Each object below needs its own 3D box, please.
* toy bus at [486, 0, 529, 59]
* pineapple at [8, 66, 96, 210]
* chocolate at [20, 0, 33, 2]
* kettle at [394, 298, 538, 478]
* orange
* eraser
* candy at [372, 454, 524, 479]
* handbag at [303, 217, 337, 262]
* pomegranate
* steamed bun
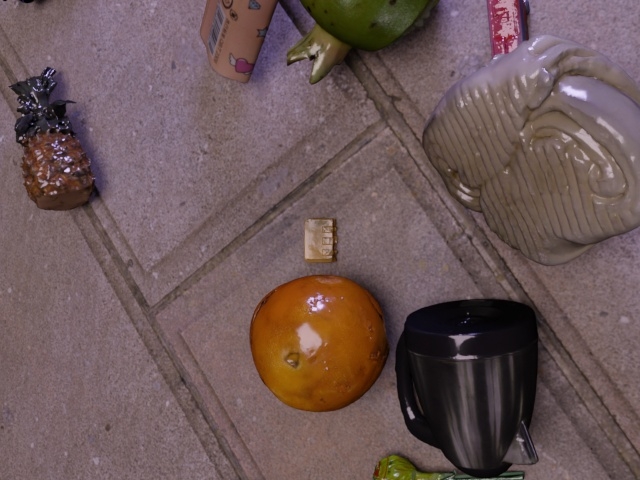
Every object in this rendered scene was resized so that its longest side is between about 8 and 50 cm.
[{"bbox_3d":[0.299,-0.332,1.107,0.065,0.077,0.192,-6,90,27],"label":"toy bus"},{"bbox_3d":[-0.576,-0.226,1.489,0.170,0.141,0.310,-26,75,28],"label":"pineapple"},{"bbox_3d":[-0.578,-0.614,1.467,0.343,0.126,0.148,-32,90,23],"label":"chocolate"},{"bbox_3d":[0.227,0.248,1.110,0.251,0.207,0.271,-6,98,18],"label":"kettle"},{"bbox_3d":[-0.002,0.175,1.198,0.240,0.240,0.240,1,93,24],"label":"orange"},{"bbox_3d":[-0.134,-0.431,1.206,0.171,0.087,0.290,68,151,23],"label":"eraser"},{"bbox_3d":[0.218,0.412,1.202,0.262,0.073,0.077,-9,108,18],"label":"candy"},{"bbox_3d":[0.000,0.000,1.289,0.061,0.027,0.083,2,93,25],"label":"handbag"},{"bbox_3d":[0.060,-0.412,1.130,0.260,0.260,0.340,44,112,16],"label":"pomegranate"},{"bbox_3d":[0.334,-0.148,1.000,0.309,0.219,0.324,47,153,6],"label":"steamed bun"}]
